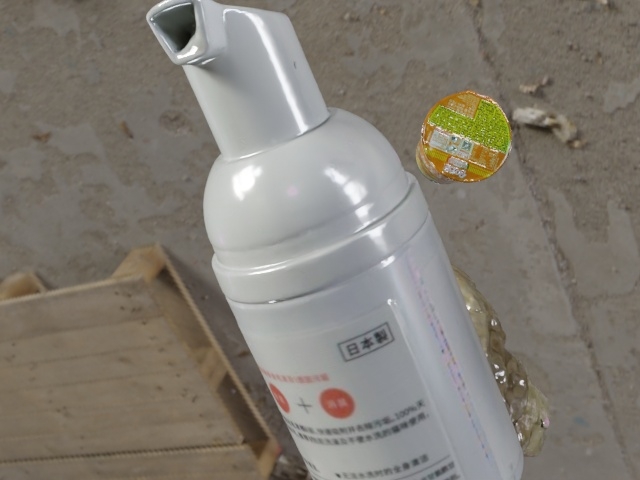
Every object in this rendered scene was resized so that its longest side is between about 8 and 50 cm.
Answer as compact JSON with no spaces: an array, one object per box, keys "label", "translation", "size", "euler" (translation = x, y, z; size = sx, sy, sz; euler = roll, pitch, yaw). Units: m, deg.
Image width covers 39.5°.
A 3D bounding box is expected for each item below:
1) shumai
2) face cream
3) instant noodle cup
[{"label":"shumai","translation":[0.131,0.130,0.816],"size":[0.176,0.206,0.166],"euler":[25,123,-32]},{"label":"face cream","translation":[0.008,0.011,0.570],"size":[0.145,0.145,0.369],"euler":[-11,111,29]},{"label":"instant noodle cup","translation":[0.250,-0.175,1.657],"size":[0.168,0.168,0.185],"euler":[31,173,-2]}]
